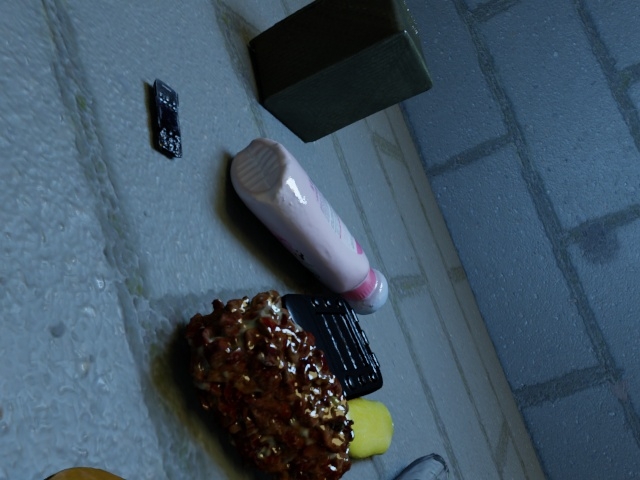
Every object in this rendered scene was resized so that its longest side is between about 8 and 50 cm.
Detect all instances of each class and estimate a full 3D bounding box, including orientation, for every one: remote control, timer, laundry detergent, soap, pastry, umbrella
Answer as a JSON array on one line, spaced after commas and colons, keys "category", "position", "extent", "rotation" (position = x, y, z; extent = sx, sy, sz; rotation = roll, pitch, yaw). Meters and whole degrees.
[{"category": "remote control", "position": [-0.175, -0.137, 0.616], "extent": [0.039, 0.014, 0.096], "rotation": [32, 41, -58]}, {"category": "timer", "position": [0.009, 0.145, 0.725], "extent": [0.187, 0.055, 0.144], "rotation": [15, 46, -60]}, {"category": "laundry detergent", "position": [0.000, 0.000, 0.796], "extent": [0.335, 0.088, 0.159], "rotation": [50, 6, -43]}, {"category": "soap", "position": [0.060, 0.260, 0.759], "extent": [0.168, 0.033, 0.089], "rotation": [38, 37, -52]}, {"category": "pastry", "position": [-0.043, 0.147, 0.523], "extent": [0.208, 0.115, 0.097], "rotation": [58, 10, -19]}, {"category": "umbrella", "position": [0.112, 0.358, 0.732], "extent": [0.067, 0.073, 0.337], "rotation": [53, 16, 20]}]

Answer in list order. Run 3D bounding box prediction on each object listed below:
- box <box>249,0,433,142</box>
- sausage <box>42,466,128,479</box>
[{"category": "box", "position": [0.036, -0.312, 0.959], "extent": [0.184, 0.273, 0.143], "rotation": [29, 46, -58]}, {"category": "sausage", "position": [-0.085, 0.233, 0.333], "extent": [0.274, 0.105, 0.105], "rotation": [53, 25, -33]}]
